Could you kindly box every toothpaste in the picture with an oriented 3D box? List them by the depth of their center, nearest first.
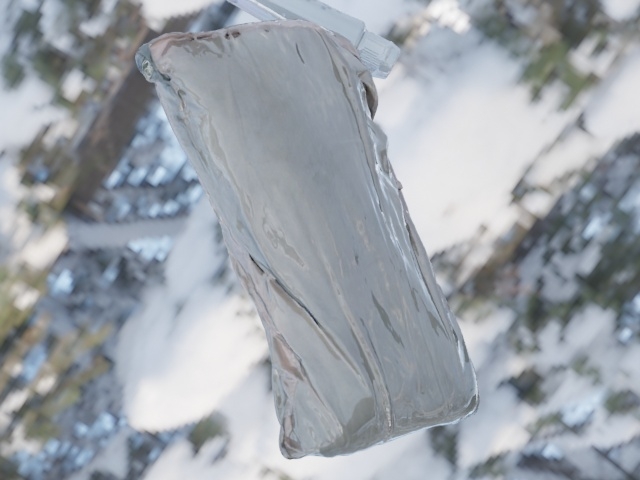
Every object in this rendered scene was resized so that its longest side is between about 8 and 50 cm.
[{"bbox_3d":[-0.039,-0.152,1.094,0.190,0.031,0.048,27,-172,-6],"label":"toothpaste"}]

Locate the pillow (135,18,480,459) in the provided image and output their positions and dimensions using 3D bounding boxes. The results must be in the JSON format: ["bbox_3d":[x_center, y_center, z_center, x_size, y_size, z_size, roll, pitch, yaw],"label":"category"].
[{"bbox_3d":[0.000,0.000,1.016,0.173,0.067,0.270,-22,-86,-50],"label":"pillow"}]
